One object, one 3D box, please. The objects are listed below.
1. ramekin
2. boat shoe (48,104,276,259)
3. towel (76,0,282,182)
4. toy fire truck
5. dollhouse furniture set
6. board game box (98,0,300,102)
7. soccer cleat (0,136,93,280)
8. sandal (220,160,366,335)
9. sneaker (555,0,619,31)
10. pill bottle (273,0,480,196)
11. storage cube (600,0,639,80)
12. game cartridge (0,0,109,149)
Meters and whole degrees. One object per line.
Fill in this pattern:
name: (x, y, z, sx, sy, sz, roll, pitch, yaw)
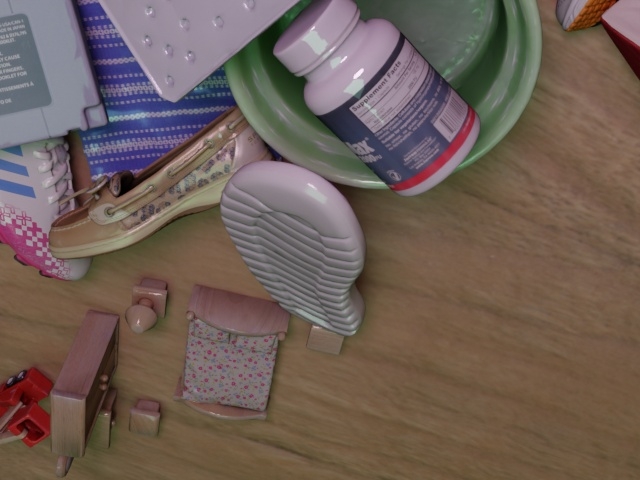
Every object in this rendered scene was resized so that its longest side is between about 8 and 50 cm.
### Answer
ramekin: (0.062, -0.217, 0.925, 0.303, 0.148, 0.303, 3, 126, 4)
boat shoe: (-0.194, -0.065, 1.062, 0.285, 0.104, 0.089, -24, 114, 5)
towel: (-0.182, -0.183, 1.049, 0.243, 0.040, 0.336, -4, 126, 9)
toy fire truck: (-0.453, 0.257, 1.346, 0.192, 0.135, 0.047, -28, 118, 24)
dollhouse furniture set: (-0.173, 0.235, 1.273, 0.355, 0.174, 0.303, 12, 127, -1)
board game box: (-0.115, -0.364, 0.750, 0.390, 0.050, 0.390, -28, 97, 44)
soccer cleat: (-0.345, -0.089, 1.091, 0.143, 0.116, 0.331, -22, 122, 15)
sandal: (-0.014, -0.006, 1.059, 0.169, 0.102, 0.416, 22, 159, 11)
sneaker: (0.285, -0.315, 0.872, 0.099, 0.121, 0.262, -17, 154, -25)
pill bottle: (0.048, -0.134, 0.827, 0.108, 0.108, 0.180, -36, 114, 28)
storage cube: (0.415, -0.171, 0.853, 0.215, 0.184, 0.193, -40, 127, 15)
game cartridge: (-0.392, -0.185, 0.965, 0.297, 0.062, 0.198, -12, 107, -4)
